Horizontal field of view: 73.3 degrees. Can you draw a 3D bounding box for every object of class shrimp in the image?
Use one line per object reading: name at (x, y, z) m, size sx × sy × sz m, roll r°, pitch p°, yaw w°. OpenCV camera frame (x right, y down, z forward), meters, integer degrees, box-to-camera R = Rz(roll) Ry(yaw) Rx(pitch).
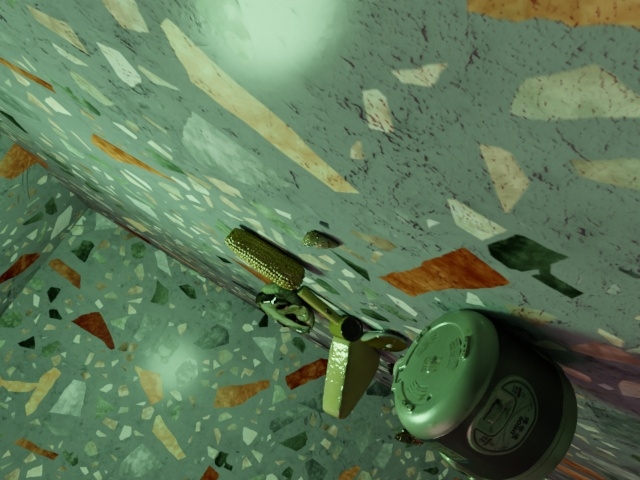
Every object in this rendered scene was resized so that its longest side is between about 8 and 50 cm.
shrimp at (0.387, 0.649, 1.430) m, size 0.294 × 0.062 × 0.154 m, roll -3°, pitch 169°, yaw -9°

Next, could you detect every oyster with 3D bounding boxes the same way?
oyster at (0.000, 0.000, 0.961) m, size 0.083 × 0.038 × 0.080 m, roll 5°, pitch 173°, yaw 0°

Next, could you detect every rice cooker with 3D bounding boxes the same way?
rice cooker at (0.317, 0.311, 0.848) m, size 0.277 × 0.288 × 0.288 m, roll 36°, pitch 163°, yaw -9°

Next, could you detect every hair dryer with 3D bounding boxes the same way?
hair dryer at (0.023, 0.264, 1.590) m, size 0.279 × 0.090 × 0.135 m, roll 41°, pitch 164°, yaw -12°

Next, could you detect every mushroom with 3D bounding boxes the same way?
mushroom at (-0.132, 0.274, 1.807) m, size 0.247 × 0.130 × 0.344 m, roll -1°, pitch 149°, yaw 33°

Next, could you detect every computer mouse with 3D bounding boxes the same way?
computer mouse at (0.216, 0.357, 1.519) m, size 0.126 × 0.056 × 0.245 m, roll 19°, pitch 163°, yaw -9°

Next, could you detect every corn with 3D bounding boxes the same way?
corn at (-0.162, 0.054, 1.270) m, size 0.260 × 0.091 × 0.091 m, roll 32°, pitch 128°, yaw -1°

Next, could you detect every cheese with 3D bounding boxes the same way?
cheese at (0.156, 0.573, 1.936) m, size 0.104 × 0.384 × 0.384 m, roll 11°, pitch 155°, yaw 33°

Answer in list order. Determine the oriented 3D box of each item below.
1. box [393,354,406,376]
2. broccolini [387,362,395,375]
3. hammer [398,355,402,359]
box at (0.432, 0.519, 1.488) m, size 0.349 × 0.141 × 0.288 m, roll 31°, pitch 162°, yaw -1°
broccolini at (0.411, 0.637, 2.064) m, size 0.194 × 0.054 × 0.052 m, roll 10°, pitch -175°, yaw 34°
hammer at (0.394, 0.550, 1.843) m, size 0.103 × 0.029 × 0.246 m, roll 24°, pitch 163°, yaw 25°
